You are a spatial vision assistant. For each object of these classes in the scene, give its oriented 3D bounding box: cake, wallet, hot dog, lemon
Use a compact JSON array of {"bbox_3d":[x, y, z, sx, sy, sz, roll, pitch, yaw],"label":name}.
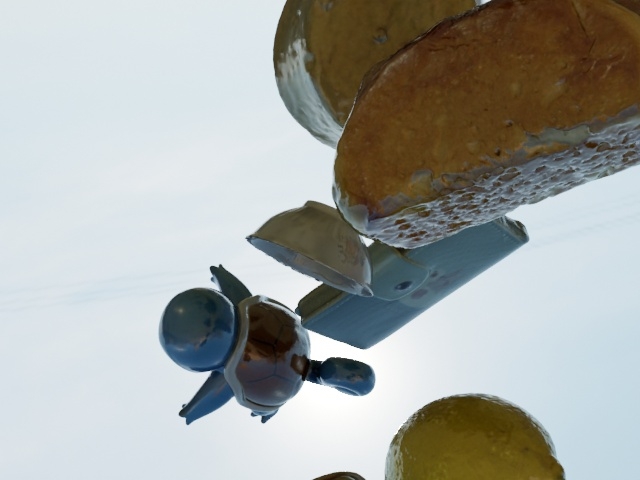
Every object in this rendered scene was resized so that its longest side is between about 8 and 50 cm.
[{"bbox_3d":[0.062,-0.291,1.517,0.332,0.332,0.321,-15,-171,-22],"label":"cake"},{"bbox_3d":[0.144,0.057,1.515,0.252,0.360,0.083,22,-143,-53],"label":"wallet"},{"bbox_3d":[0.194,-0.152,1.041,0.405,0.223,0.185,-21,156,23],"label":"hot dog"},{"bbox_3d":[0.171,0.264,1.072,0.187,0.187,0.244,-26,-176,-40],"label":"lemon"}]

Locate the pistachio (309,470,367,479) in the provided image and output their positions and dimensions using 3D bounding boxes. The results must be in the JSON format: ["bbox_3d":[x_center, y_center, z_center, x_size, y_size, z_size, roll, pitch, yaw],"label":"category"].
[{"bbox_3d":[-0.016,0.393,1.230,0.215,0.144,0.144,-47,-150,-2],"label":"pistachio"}]

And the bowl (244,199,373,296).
[{"bbox_3d":[0.000,0.000,1.265,0.189,0.086,0.189,24,170,4],"label":"bowl"}]

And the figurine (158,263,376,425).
[{"bbox_3d":[-0.117,0.213,1.707,0.416,0.298,0.243,22,168,-25],"label":"figurine"}]
